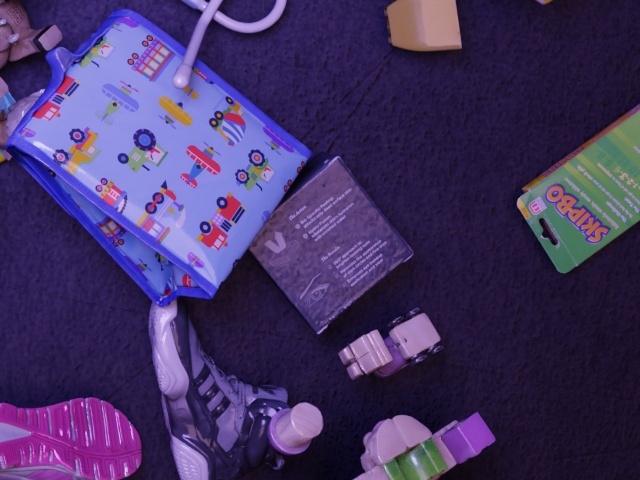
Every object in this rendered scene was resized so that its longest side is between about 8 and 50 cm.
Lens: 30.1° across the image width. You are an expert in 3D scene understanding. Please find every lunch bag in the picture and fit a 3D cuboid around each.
[{"bbox_3d":[-0.192,-0.105,1.327,0.293,0.138,0.221,45,60,-21],"label":"lunch bag"}]

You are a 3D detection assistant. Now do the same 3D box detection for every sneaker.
[{"bbox_3d":[-0.121,0.177,1.464,0.153,0.101,0.268,-12,106,-11],"label":"sneaker"},{"bbox_3d":[-0.339,0.247,1.431,0.252,0.111,0.103,12,62,-31],"label":"sneaker"}]

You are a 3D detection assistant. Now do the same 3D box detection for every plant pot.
[{"bbox_3d":[0.123,-0.269,1.462,0.083,0.081,0.081,-9,100,2],"label":"plant pot"}]

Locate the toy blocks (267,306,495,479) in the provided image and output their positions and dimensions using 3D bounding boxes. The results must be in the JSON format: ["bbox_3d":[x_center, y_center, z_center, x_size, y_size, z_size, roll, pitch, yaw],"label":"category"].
[{"bbox_3d":[0.048,0.304,1.475,0.288,0.260,0.309,-22,77,-36],"label":"toy blocks"}]

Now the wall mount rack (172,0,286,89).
[{"bbox_3d":[-0.191,-0.331,1.328,0.350,0.130,0.304,32,70,-14],"label":"wall mount rack"}]

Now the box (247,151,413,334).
[{"bbox_3d":[0.000,0.000,1.463,0.156,0.093,0.158,-39,105,-4],"label":"box"}]

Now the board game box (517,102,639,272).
[{"bbox_3d":[0.384,-0.078,1.563,0.259,0.039,0.124,-36,103,-8],"label":"board game box"}]

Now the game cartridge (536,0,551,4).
[{"bbox_3d":[0.209,-0.480,1.401,0.285,0.052,0.324,28,69,-15],"label":"game cartridge"}]

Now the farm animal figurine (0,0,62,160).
[{"bbox_3d":[-0.435,-0.195,1.280,0.327,0.172,0.330,-36,115,-40],"label":"farm animal figurine"}]

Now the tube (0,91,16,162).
[{"bbox_3d":[-0.432,-0.093,1.388,0.207,0.052,0.080,-37,109,-13],"label":"tube"}]
